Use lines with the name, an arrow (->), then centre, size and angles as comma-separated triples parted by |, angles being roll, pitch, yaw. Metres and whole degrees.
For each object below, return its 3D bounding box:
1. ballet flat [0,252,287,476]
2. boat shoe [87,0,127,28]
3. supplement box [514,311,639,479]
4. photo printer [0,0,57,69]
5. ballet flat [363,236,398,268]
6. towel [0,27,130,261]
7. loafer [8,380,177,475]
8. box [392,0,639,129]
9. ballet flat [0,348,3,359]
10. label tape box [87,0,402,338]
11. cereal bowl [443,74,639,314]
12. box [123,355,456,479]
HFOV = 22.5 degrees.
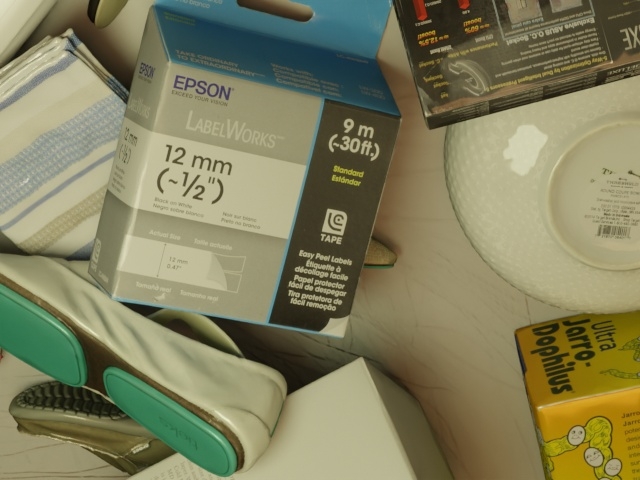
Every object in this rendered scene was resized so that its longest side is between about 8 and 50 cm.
ballet flat -> -0.207, 0.100, 1.652 | 0.400, 0.139, 0.139 | 29, 111, 17
boat shoe -> -0.207, -0.276, 1.603 | 0.042, 0.049, 0.133 | 31, 118, 17
supplement box -> 0.346, 0.270, 1.745 | 0.195, 0.194, 0.356 | -13, 111, 4
photo printer -> -0.412, -0.248, 1.574 | 0.256, 0.107, 0.307 | 37, 107, -15
ballet flat -> 0.000, 0.000, 1.708 | 0.168, 0.057, 0.052 | 3, 102, -2
towel -> -0.254, -0.069, 1.633 | 0.209, 0.034, 0.285 | -32, 132, 12
loafer -> -0.221, 0.220, 1.770 | 0.251, 0.094, 0.087 | 11, 107, -5
box -> 0.219, -0.263, 1.536 | 0.308, 0.076, 0.242 | -15, 82, 5
ballet flat -> -0.455, 0.140, 1.747 | 0.241, 0.091, 0.077 | -13, 137, 9
label tape box -> -0.062, -0.097, 1.578 | 0.249, 0.115, 0.347 | 11, 100, -23
cereal bowl -> 0.300, -0.070, 1.639 | 0.339, 0.141, 0.338 | 0, 111, -1
box -> -0.042, 0.295, 1.712 | 0.345, 0.215, 0.168 | -28, 64, 9
